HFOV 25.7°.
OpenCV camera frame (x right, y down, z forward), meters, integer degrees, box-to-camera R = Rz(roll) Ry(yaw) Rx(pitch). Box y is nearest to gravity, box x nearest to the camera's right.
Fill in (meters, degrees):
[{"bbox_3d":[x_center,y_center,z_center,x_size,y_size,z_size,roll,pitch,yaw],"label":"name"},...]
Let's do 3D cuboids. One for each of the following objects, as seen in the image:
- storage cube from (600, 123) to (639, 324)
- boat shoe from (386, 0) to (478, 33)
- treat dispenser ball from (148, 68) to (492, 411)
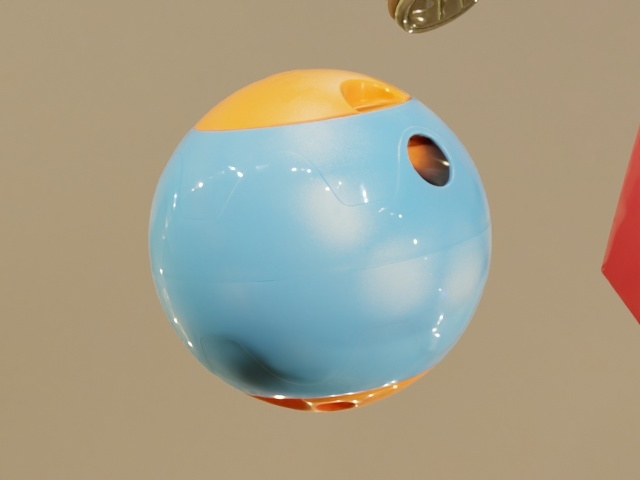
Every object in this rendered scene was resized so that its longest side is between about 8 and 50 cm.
[{"bbox_3d":[0.410,-0.005,1.381,0.184,0.215,0.193,4,-65,-13],"label":"storage cube"},{"bbox_3d":[0.179,-0.377,1.753,0.104,0.307,0.110,39,-21,24],"label":"boat shoe"},{"bbox_3d":[0.000,0.000,1.185,0.288,0.288,0.288,17,-36,13],"label":"treat dispenser ball"}]
